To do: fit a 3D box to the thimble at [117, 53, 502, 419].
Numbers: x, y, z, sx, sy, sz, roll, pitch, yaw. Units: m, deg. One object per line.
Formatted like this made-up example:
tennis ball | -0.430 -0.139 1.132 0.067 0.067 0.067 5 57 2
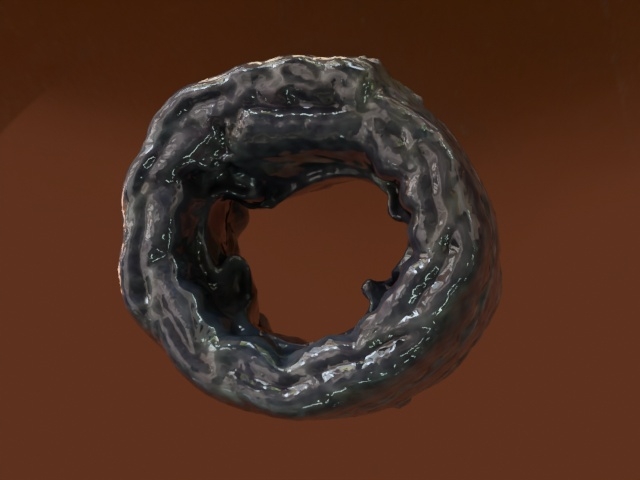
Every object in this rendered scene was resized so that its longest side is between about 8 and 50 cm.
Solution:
thimble | -0.002 0.001 0.535 0.150 0.098 0.150 -2 82 17
